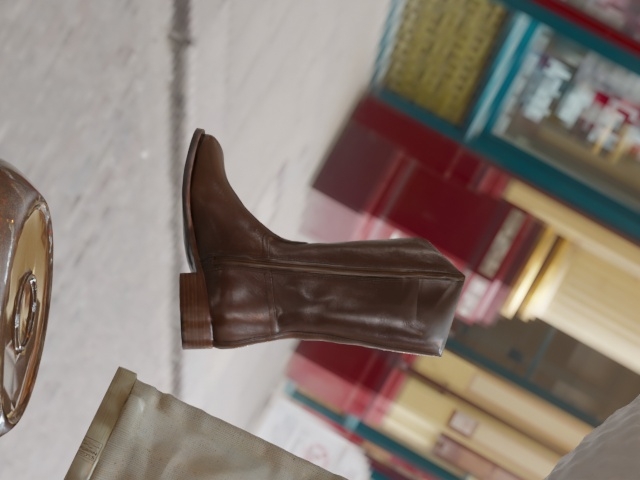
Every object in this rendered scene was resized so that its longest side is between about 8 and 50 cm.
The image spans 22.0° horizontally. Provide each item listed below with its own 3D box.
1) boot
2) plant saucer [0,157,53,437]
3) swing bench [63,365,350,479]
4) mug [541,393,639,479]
[{"bbox_3d":[0.000,0.000,0.676,0.037,0.114,0.106,93,-4,-62],"label":"boot"},{"bbox_3d":[-0.177,0.039,0.925,0.168,0.029,0.169,8,90,-88],"label":"plant saucer"},{"bbox_3d":[-0.119,0.283,1.446,0.255,0.253,0.165,118,-4,-45],"label":"swing bench"},{"bbox_3d":[0.237,0.279,1.043,0.328,0.276,0.374,-50,146,-37],"label":"mug"}]
